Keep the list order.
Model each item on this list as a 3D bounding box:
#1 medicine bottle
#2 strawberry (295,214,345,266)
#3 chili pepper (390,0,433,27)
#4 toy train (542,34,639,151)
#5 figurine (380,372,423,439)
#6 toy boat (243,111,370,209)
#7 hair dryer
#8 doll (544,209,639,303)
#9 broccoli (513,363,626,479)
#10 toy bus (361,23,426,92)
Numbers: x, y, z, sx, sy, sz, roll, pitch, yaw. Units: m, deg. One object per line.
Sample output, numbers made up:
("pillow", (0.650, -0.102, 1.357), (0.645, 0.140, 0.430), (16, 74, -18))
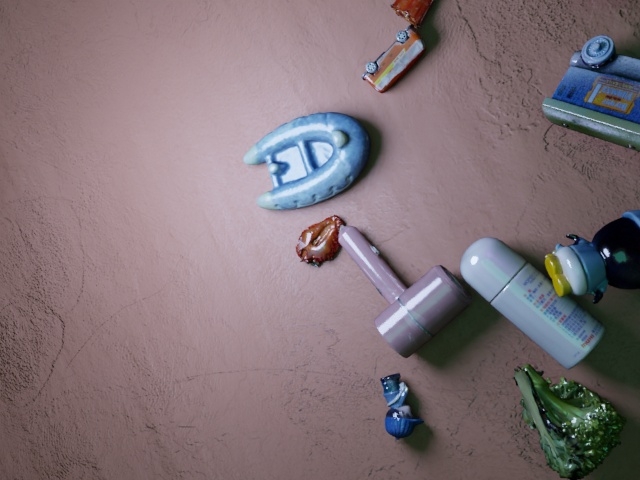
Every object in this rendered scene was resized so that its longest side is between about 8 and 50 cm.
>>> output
("medicine bottle", (0.463, 0.128, 1.598), (0.341, 0.130, 0.130), (42, 101, 11))
("strawberry", (-0.001, 0.000, 1.777), (0.104, 0.048, 0.152), (37, 103, 10))
("chili pepper", (0.255, -0.600, 1.698), (0.088, 0.065, 0.169), (41, 97, 12))
("toy train", (0.638, -0.306, 1.505), (0.300, 0.131, 0.202), (32, 92, 43))
("figurine", (0.187, 0.398, 1.709), (0.086, 0.087, 0.149), (-25, 80, 52))
("toy boat", (-0.037, -0.200, 1.750), (0.330, 0.123, 0.215), (-16, 84, 17))
("hair dryer", (0.170, 0.079, 1.697), (0.210, 0.125, 0.352), (-43, 73, 11))
("doll", (0.648, 0.033, 1.528), (0.314, 0.141, 0.177), (-16, 71, 1))
("broccoli", (0.548, 0.365, 1.538), (0.180, 0.242, 0.273), (-21, 91, -6))
("toy bus", (0.180, -0.434, 1.712), (0.174, 0.079, 0.077), (-44, 87, 11))
